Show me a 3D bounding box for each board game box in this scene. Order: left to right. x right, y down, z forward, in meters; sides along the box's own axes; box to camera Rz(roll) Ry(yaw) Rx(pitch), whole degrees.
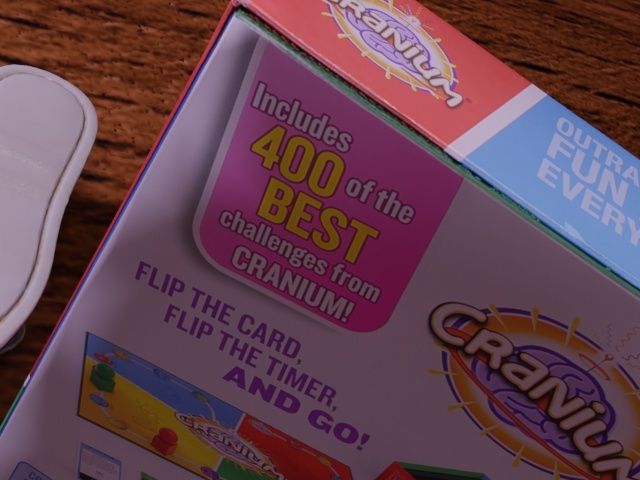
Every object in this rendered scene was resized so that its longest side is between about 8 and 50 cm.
[{"bbox_3d":[0.011,0.082,0.449,0.242,0.316,0.064,35,39,-2],"label":"board game box"}]

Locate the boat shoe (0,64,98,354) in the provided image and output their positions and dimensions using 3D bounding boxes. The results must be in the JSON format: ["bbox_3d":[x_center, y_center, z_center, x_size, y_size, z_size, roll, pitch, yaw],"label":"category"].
[{"bbox_3d":[-0.181,0.007,0.572,0.095,0.079,0.254,22,38,-13],"label":"boat shoe"}]
